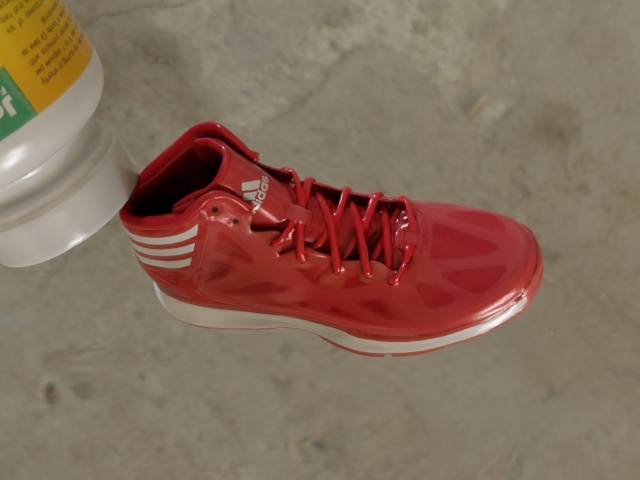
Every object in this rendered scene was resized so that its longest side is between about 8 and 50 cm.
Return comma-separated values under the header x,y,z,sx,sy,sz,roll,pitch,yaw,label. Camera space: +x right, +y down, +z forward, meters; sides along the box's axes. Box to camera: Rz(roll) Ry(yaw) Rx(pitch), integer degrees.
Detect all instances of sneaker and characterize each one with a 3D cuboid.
x,y,z,sx,sy,sz,roll,pitch,yaw,label
0.000,0.000,0.526,0.221,0.128,0.087,-5,64,12,sneaker

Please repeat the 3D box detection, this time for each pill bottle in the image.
x,y,z,sx,sy,sz,roll,pitch,yaw,label
-0.177,-0.092,0.482,0.118,0.117,0.208,-24,121,10,pill bottle
